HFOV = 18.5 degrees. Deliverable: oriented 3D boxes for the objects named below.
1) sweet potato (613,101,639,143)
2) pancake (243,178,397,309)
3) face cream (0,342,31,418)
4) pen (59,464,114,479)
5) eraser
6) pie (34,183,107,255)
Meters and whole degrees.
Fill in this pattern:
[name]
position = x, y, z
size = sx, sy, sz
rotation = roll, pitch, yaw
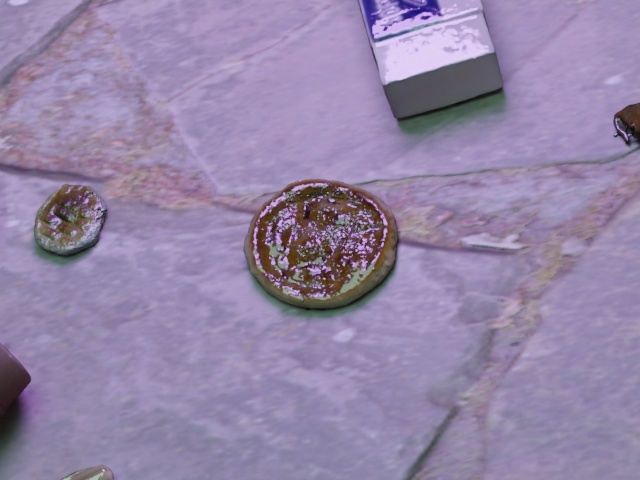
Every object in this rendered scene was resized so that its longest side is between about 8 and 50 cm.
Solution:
[sweet potato]
position = 0.402, -0.006, 1.830
size = 0.130, 0.130, 0.423
rotation = -24, 51, -1
[pancake]
position = 0.000, 0.000, 1.973
size = 0.158, 0.028, 0.158
rotation = -5, 60, 8
[face cream]
position = -0.370, 0.128, 1.919
size = 0.149, 0.149, 0.104
rotation = 32, 74, 27
[pen]
position = -0.301, 0.281, 1.886
size = 0.233, 0.032, 0.040
rotation = -31, 35, -4
[eraser]
position = 0.098, -0.269, 2.071
size = 0.124, 0.081, 0.279
rotation = -16, 58, 4
[pie]
position = -0.263, -0.022, 2.054
size = 0.084, 0.020, 0.084
rotation = -6, 59, 10
